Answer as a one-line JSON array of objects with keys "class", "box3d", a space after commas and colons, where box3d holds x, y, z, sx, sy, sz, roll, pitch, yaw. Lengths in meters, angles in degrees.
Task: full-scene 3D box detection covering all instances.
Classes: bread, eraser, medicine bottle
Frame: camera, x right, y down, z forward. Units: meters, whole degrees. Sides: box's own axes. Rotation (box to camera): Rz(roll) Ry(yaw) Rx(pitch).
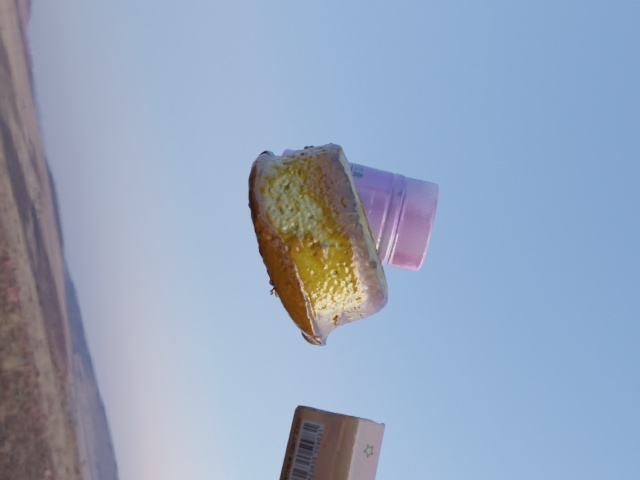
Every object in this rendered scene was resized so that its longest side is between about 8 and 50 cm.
[{"class": "bread", "box3d": [0.000, 0.000, 0.953, 0.268, 0.145, 0.269, -16, 90, -83]}, {"class": "eraser", "box3d": [-0.004, 0.434, 1.205, 0.087, 0.171, 0.291, 37, 62, -57]}, {"class": "medicine bottle", "box3d": [0.050, -0.047, 1.152, 0.152, 0.253, 0.152, 13, 90, -87]}]
